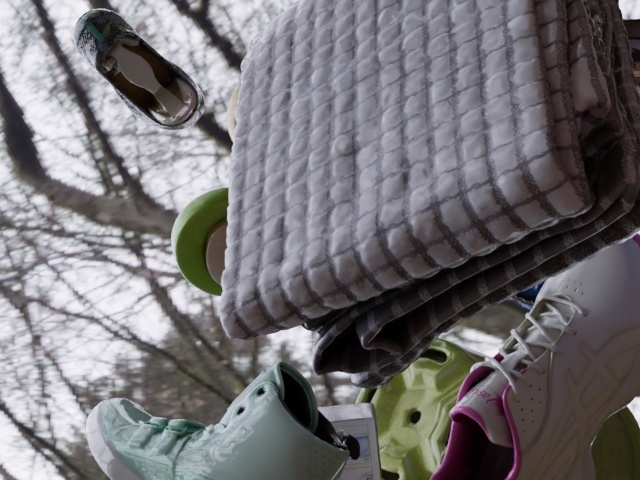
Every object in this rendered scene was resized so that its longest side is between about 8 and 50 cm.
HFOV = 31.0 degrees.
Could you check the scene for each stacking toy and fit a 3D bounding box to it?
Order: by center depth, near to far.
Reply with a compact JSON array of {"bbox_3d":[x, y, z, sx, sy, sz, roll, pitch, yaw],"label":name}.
[{"bbox_3d":[0.000,0.000,1.228,0.309,0.130,0.279,28,-68,-24],"label":"stacking toy"}]

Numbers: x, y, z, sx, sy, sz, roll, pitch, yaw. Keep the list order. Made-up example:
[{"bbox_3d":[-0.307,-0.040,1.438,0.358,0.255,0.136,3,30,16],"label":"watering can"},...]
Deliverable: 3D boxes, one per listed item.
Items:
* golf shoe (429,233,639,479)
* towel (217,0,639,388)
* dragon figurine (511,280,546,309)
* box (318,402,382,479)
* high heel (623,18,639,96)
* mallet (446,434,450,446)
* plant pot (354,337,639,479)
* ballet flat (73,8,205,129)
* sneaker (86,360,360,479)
[{"bbox_3d":[0.190,0.119,0.978,0.140,0.115,0.306,23,-96,-38],"label":"golf shoe"},{"bbox_3d":[0.069,-0.070,0.688,0.121,0.235,0.284,38,-143,-36],"label":"towel"},{"bbox_3d":[0.303,0.078,1.400,0.289,0.144,0.085,-1,-62,-13],"label":"dragon figurine"},{"bbox_3d":[0.013,0.271,1.130,0.103,0.114,0.203,-6,-91,3],"label":"box"},{"bbox_3d":[0.482,-0.276,1.504,0.186,0.261,0.093,28,-137,-46],"label":"high heel"},{"bbox_3d":[0.185,0.286,1.382,0.190,0.039,0.062,47,-129,-53],"label":"mallet"},{"bbox_3d":[0.178,0.236,1.290,0.254,0.276,0.276,32,-114,-34],"label":"plant pot"},{"bbox_3d":[-0.165,-0.150,1.113,0.188,0.070,0.070,36,-118,-50],"label":"ballet flat"},{"bbox_3d":[-0.074,0.148,0.873,0.094,0.256,0.151,32,-92,-43],"label":"sneaker"}]
